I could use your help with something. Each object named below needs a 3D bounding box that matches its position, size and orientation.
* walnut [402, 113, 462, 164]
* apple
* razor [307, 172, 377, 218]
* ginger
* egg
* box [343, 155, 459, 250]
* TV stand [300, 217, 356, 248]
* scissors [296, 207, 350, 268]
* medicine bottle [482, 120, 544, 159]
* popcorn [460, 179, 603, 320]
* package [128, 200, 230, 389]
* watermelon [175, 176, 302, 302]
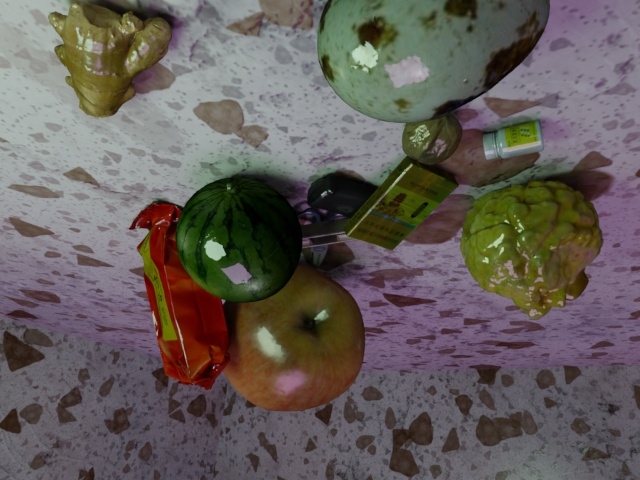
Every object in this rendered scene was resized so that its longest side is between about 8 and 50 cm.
[{"bbox_3d":[0.164,-0.155,0.663,0.092,0.092,0.092,3,155,2],"label":"walnut"},{"bbox_3d":[-0.074,0.247,1.166,0.392,0.391,0.346,14,144,-20],"label":"apple"},{"bbox_3d":[0.049,-0.080,0.861,0.148,0.054,0.090,14,149,-29],"label":"razor"},{"bbox_3d":[-0.285,-0.229,0.574,0.205,0.081,0.115,-30,171,38],"label":"ginger"},{"bbox_3d":[0.111,-0.211,0.452,0.231,0.169,0.169,-13,152,5],"label":"egg"},{"bbox_3d":[0.147,-0.063,0.833,0.121,0.030,0.193,17,130,-31],"label":"box"},{"bbox_3d":[0.035,-0.019,0.947,0.249,0.036,0.042,-8,143,12],"label":"TV stand"},{"bbox_3d":[0.000,0.000,1.055,0.138,0.041,0.289,-1,154,-7],"label":"scissors"},{"bbox_3d":[0.295,-0.152,0.682,0.083,0.047,0.047,-9,152,24],"label":"medicine bottle"},{"bbox_3d":[0.376,0.009,0.821,0.259,0.212,0.259,-13,126,-19],"label":"popcorn"},{"bbox_3d":[-0.324,0.128,1.035,0.123,0.423,0.196,-14,176,-40],"label":"package"},{"bbox_3d":[-0.151,-0.002,0.849,0.242,0.242,0.242,3,155,2],"label":"watermelon"}]
